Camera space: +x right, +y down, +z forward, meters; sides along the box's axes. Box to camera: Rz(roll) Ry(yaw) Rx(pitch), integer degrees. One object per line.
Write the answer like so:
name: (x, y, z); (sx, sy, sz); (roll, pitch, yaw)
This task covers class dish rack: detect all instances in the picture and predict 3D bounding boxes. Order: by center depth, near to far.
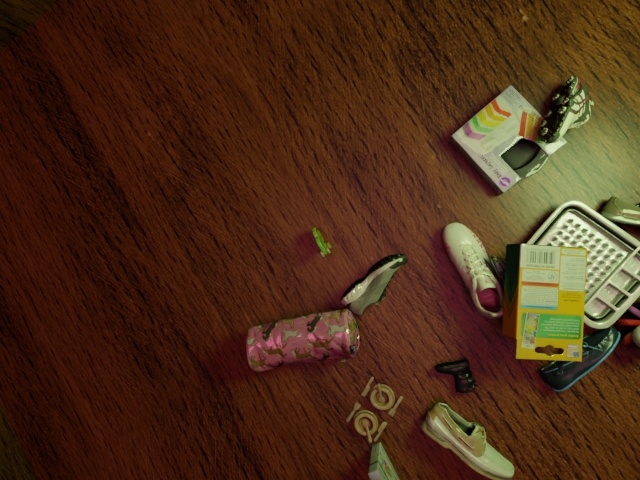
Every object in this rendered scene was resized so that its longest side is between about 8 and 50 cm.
dish rack: (0.805, 0.070, 1.254); (0.332, 0.072, 0.286); (40, 97, 11)

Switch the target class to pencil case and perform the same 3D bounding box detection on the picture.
pencil case: (-0.063, 0.345, 1.392); (0.385, 0.160, 0.167); (-11, 57, 12)

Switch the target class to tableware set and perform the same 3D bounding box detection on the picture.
tableware set: (0.181, 0.583, 1.388); (0.128, 0.039, 0.194); (31, 94, 12)

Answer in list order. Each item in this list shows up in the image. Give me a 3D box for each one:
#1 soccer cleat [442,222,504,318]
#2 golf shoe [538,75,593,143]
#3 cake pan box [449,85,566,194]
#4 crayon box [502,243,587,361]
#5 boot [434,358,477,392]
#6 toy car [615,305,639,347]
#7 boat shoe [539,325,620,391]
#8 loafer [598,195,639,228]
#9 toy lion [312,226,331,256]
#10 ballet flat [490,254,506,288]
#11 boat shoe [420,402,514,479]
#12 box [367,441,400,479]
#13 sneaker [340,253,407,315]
soccer cleat: (0.494, 0.090, 1.284); (0.116, 0.143, 0.331); (-26, 83, 9)
golf shoe: (0.752, -0.378, 1.224); (0.120, 0.105, 0.273); (37, 66, -5)
cake pan box: (0.600, -0.317, 1.315); (0.245, 0.070, 0.267); (-39, 81, 10)
crayon box: (0.646, 0.176, 1.182); (0.202, 0.083, 0.323); (4, 88, -5)
boot: (0.444, 0.449, 1.335); (0.121, 0.045, 0.099); (-13, 89, 11)
toy car: (0.956, 0.241, 1.193); (0.136, 0.159, 0.182); (33, 97, 48)
boat shoe: (0.782, 0.346, 1.233); (0.089, 0.109, 0.258); (44, 95, 14)
loafer: (0.976, -0.075, 1.209); (0.251, 0.094, 0.088); (15, 96, 13)
toy lion: (0.000, 0.000, 1.421); (0.034, 0.100, 0.096); (-31, 101, 11)
ballet flat: (0.589, 0.112, 1.272); (0.070, 0.070, 0.188); (-29, 117, 10)
boat shoe: (0.476, 0.634, 1.285); (0.302, 0.113, 0.103); (29, 100, 13)
box: (0.206, 0.759, 1.301); (0.038, 0.186, 0.145); (-29, 82, 8)
sneaker: (0.194, 0.146, 1.380); (0.271, 0.100, 0.108); (-44, 90, 13)
